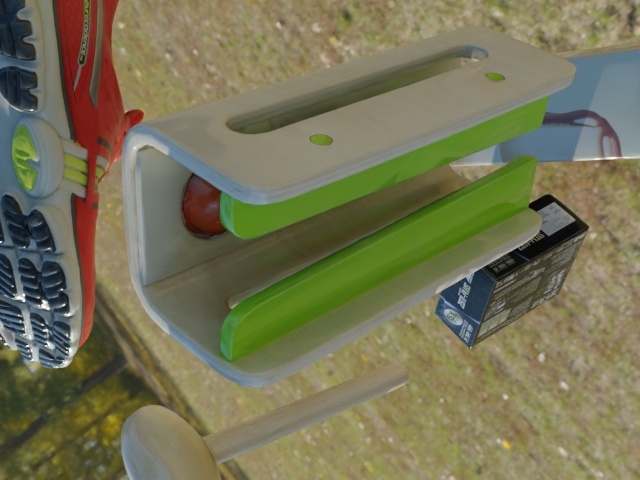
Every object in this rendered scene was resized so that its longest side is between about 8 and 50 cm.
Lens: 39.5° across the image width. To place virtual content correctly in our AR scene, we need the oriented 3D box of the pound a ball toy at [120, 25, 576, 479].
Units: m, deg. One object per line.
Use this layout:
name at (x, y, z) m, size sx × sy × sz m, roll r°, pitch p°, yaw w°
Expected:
pound a ball toy at (0.000, 0.000, 0.551) m, size 0.136 × 0.319 × 0.208 m, roll 32°, pitch 133°, yaw 36°

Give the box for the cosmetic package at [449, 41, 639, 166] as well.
cosmetic package at (0.309, -0.172, 1.130) m, size 0.296 × 0.153 × 0.129 m, roll 2°, pitch 106°, yaw 46°

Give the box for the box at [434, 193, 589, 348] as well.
box at (0.256, 0.040, 1.203) m, size 0.077 × 0.180 × 0.147 m, roll 47°, pitch 149°, yaw 30°

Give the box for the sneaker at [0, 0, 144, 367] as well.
sneaker at (-0.157, -0.044, 0.549) m, size 0.107 × 0.118 × 0.279 m, roll 23°, pitch 123°, yaw 21°
